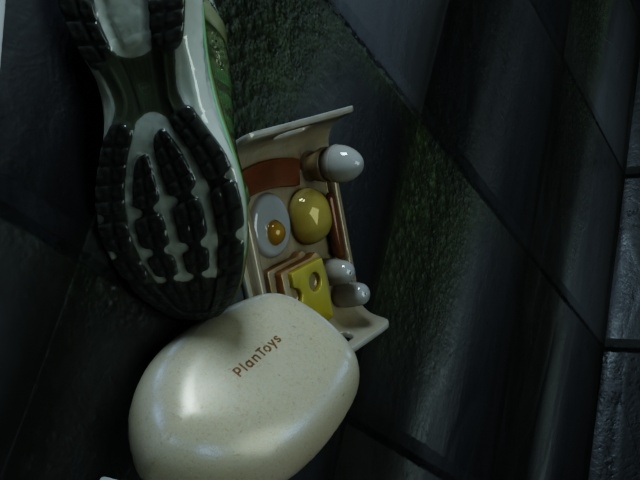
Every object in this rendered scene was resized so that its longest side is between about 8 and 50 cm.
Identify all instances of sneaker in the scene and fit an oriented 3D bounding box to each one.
[{"bbox_3d":[-0.130,-0.125,0.837,0.182,0.158,0.410,-40,126,-68],"label":"sneaker"}]

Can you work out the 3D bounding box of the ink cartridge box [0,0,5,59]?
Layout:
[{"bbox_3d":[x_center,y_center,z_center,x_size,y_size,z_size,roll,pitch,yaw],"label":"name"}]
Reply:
[{"bbox_3d":[-0.321,-0.150,0.597,0.160,0.092,0.219,10,79,-52],"label":"ink cartridge box"}]

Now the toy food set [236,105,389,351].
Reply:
[{"bbox_3d":[0.000,0.000,1.031,0.219,0.092,0.306,-26,109,-52],"label":"toy food set"}]

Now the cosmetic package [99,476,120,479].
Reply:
[{"bbox_3d":[-0.191,0.377,0.716,0.153,0.129,0.296,58,45,-34],"label":"cosmetic package"}]

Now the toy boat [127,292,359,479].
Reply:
[{"bbox_3d":[-0.038,0.210,0.837,0.267,0.318,0.148,-30,151,-39],"label":"toy boat"}]
